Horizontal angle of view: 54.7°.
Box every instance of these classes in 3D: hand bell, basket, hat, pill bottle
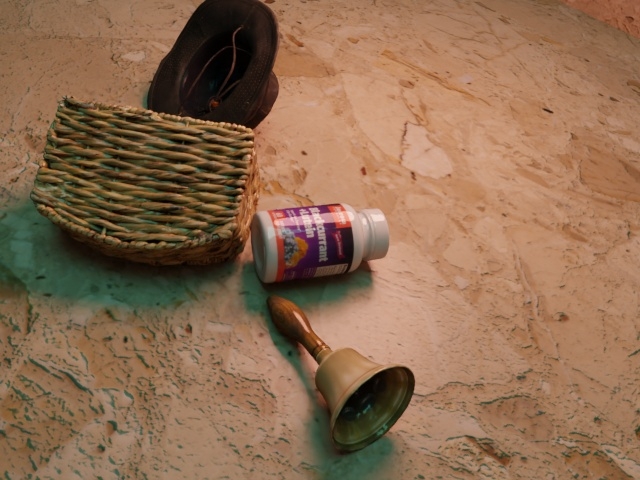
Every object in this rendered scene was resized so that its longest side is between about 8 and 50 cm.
[{"bbox_3d":[-0.004,0.141,0.806,0.126,0.126,0.242,-20,40,-29],"label":"hand bell"},{"bbox_3d":[-0.251,-0.063,0.955,0.299,0.223,0.213,9,77,-2],"label":"basket"},{"bbox_3d":[-0.167,-0.293,1.155,0.134,0.331,0.331,24,25,-49],"label":"hat"},{"bbox_3d":[0.000,0.000,0.930,0.193,0.108,0.108,-7,47,-18],"label":"pill bottle"}]
